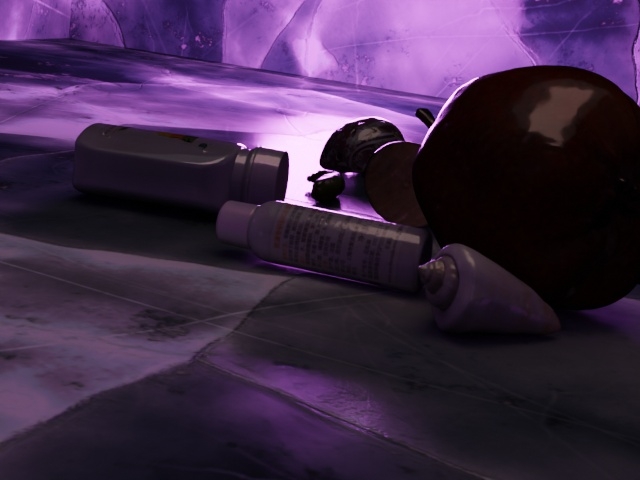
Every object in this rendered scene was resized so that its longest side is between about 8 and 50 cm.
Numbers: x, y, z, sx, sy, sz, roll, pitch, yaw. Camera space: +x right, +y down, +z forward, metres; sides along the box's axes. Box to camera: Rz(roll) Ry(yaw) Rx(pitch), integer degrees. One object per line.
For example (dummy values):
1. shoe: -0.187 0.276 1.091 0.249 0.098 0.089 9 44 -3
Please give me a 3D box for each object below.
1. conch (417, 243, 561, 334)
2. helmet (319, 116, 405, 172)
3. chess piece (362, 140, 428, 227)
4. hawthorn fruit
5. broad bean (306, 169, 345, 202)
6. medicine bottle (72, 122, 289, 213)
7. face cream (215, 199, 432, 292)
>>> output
1. conch: 0.180 0.057 1.192 0.176 0.094 0.104 6 -26 -25
2. helmet: 0.090 -0.184 2.099 0.177 0.107 0.153 -3 20 -38
3. chess piece: 0.154 -0.084 1.745 0.137 0.137 0.301 10 3 10
4. hawthorn fruit: 0.254 -0.060 1.323 0.308 0.308 0.325 -4 -6 -40
5. broad bean: 0.012 -0.091 1.798 0.061 0.046 0.195 -5 10 -3
6. medicine bottle: -0.199 -0.101 1.596 0.296 0.111 0.161 11 14 9
7. face cream: 0.000 0.000 1.346 0.269 0.082 0.082 12 14 18
